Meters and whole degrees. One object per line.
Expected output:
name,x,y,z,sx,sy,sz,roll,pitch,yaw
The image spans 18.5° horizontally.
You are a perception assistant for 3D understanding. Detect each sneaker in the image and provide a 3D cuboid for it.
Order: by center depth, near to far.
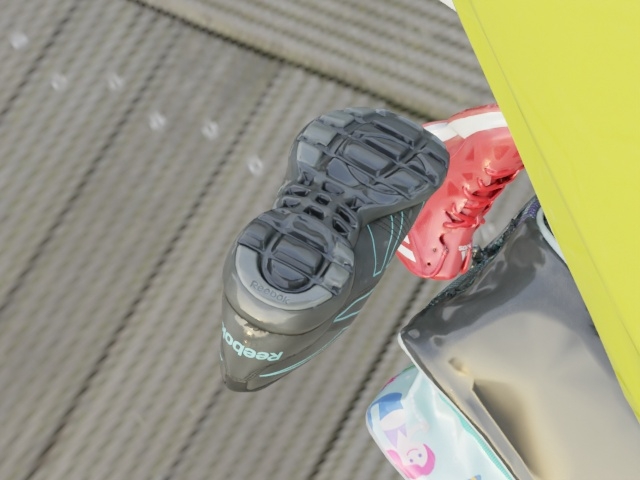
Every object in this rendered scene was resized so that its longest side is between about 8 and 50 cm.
sneaker,0.000,0.000,1.312,0.101,0.106,0.267,29,40,12
sneaker,0.130,-0.037,1.554,0.087,0.221,0.128,-4,86,-34

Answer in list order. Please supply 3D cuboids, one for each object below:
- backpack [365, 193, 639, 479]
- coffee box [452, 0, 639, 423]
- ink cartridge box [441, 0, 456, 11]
backpack,0.160,0.077,0.971,0.225,0.253,0.191,49,121,2
coffee box,0.275,-0.010,0.368,0.334,0.338,0.338,-28,101,-20
ink cartridge box,0.043,-0.212,0.831,0.091,0.385,0.308,-44,37,22
